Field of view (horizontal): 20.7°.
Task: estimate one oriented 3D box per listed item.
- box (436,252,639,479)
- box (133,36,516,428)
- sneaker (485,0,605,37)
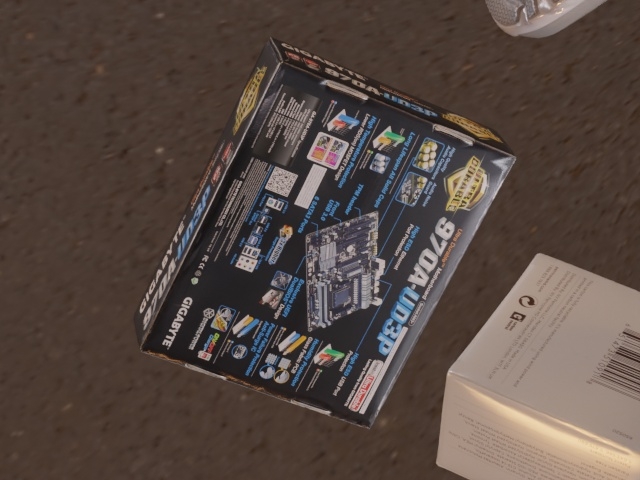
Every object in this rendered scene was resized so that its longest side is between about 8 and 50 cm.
[{"bbox_3d":[0.218,0.131,1.474,0.182,0.181,0.119,22,134,21],"label":"box"},{"bbox_3d":[0.000,0.000,1.151,0.175,0.051,0.220,20,108,-20],"label":"box"},{"bbox_3d":[0.232,-0.217,1.127,0.281,0.115,0.105,-38,49,18],"label":"sneaker"}]
